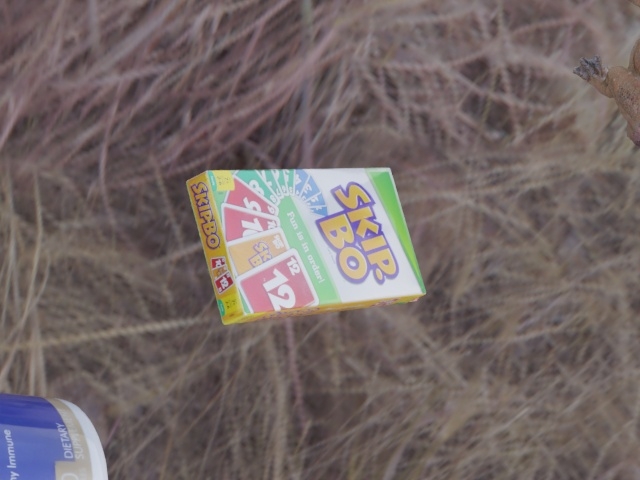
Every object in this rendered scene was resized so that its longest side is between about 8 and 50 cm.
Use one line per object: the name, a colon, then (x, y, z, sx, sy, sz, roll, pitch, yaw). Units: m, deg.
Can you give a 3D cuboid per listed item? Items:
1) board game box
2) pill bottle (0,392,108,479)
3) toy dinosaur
board game box: (0.000, 0.000, 1.364, 0.259, 0.039, 0.124, -3, 74, -51)
pill bottle: (-0.293, 0.174, 1.081, 0.264, 0.153, 0.153, 9, 61, -38)
toy dinosaur: (0.348, -0.169, 1.549, 0.127, 0.296, 0.200, -2, 43, -16)
